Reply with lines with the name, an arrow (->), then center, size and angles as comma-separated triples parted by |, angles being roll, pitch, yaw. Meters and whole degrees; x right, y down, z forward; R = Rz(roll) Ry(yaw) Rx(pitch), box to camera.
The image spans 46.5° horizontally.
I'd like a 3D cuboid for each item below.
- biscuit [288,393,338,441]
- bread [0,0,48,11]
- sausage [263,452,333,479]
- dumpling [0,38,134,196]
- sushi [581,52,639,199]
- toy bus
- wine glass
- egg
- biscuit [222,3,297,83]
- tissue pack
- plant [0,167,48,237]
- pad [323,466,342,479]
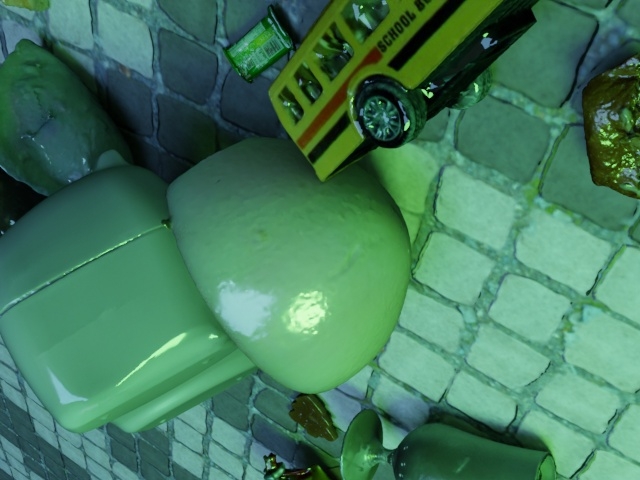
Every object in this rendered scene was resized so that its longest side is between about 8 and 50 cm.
biscuit -> -0.012, 0.238, 1.026 | 0.082, 0.016, 0.092 | 21, 134, 31
bread -> -0.338, -0.292, 0.816 | 0.083, 0.035, 0.070 | 24, 137, 12
sausage -> 0.015, 0.433, 1.089 | 0.125, 0.117, 0.317 | -34, 100, 35
dumpling -> -0.301, -0.130, 0.851 | 0.104, 0.149, 0.217 | -30, 99, 7
sushi -> 0.221, -0.079, 0.536 | 0.060, 0.062, 0.118 | 0, 144, 29
toy bus -> 0.092, -0.169, 0.512 | 0.123, 0.121, 0.335 | 53, 140, 5
wine glass -> 0.145, 0.264, 0.856 | 0.231, 0.103, 0.103 | 5, 127, 33
egg -> 0.008, 0.016, 0.684 | 0.161, 0.206, 0.271 | -35, 138, 18
biscuit -> -0.057, -0.180, 0.698 | 0.089, 0.016, 0.046 | -24, 106, 47
tissue pack -> -0.199, 0.063, 0.800 | 0.236, 0.229, 0.333 | 59, 174, 14
plant -> -0.414, -0.026, 0.998 | 0.234, 0.204, 0.178 | 42, 117, 4
pad -> 0.077, 0.405, 1.108 | 0.188, 0.006, 0.113 | 49, 139, -8
